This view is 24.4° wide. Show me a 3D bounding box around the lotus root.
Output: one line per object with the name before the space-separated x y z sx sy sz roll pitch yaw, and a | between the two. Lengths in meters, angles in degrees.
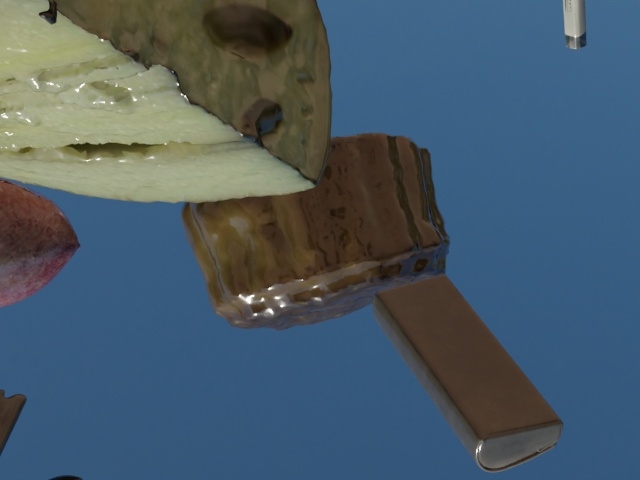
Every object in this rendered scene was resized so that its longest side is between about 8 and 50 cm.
lotus root | -0.165 -0.122 0.810 0.260 0.267 0.149 -6 -117 37

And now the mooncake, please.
mooncake | -0.001 0.000 1.817 0.324 0.324 0.187 -12 -99 -18

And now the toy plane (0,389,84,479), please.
toy plane | -0.101 0.114 0.435 0.037 0.060 0.145 -18 -146 37

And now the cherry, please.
cherry | -0.300 0.001 1.156 0.225 0.107 0.090 0 -147 -23

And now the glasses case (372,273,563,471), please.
glasses case | 0.110 0.098 1.144 0.072 0.042 0.190 -18 -140 -15

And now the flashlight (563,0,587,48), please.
flashlight | 0.243 -0.223 1.414 0.018 0.083 0.018 24 -132 38
